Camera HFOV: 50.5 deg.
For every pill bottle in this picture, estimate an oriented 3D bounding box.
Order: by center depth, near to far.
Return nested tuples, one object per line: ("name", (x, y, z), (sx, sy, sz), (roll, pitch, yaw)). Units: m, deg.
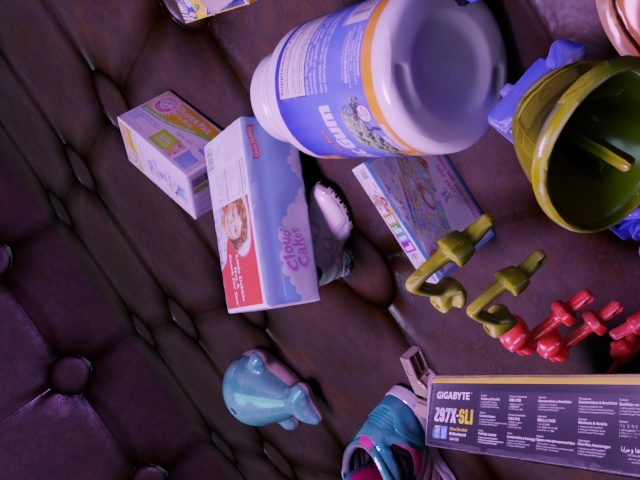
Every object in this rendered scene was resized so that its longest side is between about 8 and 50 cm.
("pill bottle", (0.039, -0.159, 0.691), (0.272, 0.152, 0.152), (7, 127, 57))

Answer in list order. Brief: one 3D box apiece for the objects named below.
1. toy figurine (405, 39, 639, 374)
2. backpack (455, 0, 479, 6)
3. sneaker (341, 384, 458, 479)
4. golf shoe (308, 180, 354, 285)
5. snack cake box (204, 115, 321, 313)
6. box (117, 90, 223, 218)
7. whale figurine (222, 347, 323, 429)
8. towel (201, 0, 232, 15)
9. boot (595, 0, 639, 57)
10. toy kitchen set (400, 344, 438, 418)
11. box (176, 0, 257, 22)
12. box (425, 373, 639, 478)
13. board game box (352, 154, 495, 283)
("toy figurine", (0.171, -0.052, 0.519), (0.191, 0.363, 0.217), (-45, 48, 23))
("backpack", (0.116, -0.259, 0.535), (0.120, 0.098, 0.101), (46, 149, 39))
("sneaker", (0.132, 0.410, 1.148), (0.124, 0.178, 0.295), (9, 129, 53))
("golf shoe", (0.000, 0.000, 0.999), (0.069, 0.086, 0.176), (30, 142, 40))
("snack cake box", (-0.088, -0.032, 0.984), (0.152, 0.089, 0.264), (-17, 81, 59))
("box", (-0.237, -0.150, 1.159), (0.203, 0.114, 0.103), (38, 149, 27))
("whale figurine", (-0.113, 0.343, 1.483), (0.272, 0.141, 0.216), (8, 128, 52))
("towel", (-0.136, -0.397, 0.645), (0.324, 0.056, 0.312), (47, 146, -20))
("boot", (0.261, -0.214, 0.378), (0.220, 0.109, 0.283), (-23, 94, 57))
("toy kitchen set", (0.158, 0.213, 1.010), (0.083, 0.068, 0.075), (7, 127, 53))
("box", (-0.126, -0.324, 0.866), (0.169, 0.054, 0.059), (10, 129, 51))
("box", (0.290, 0.168, 0.592), (0.257, 0.079, 0.322), (15, 163, -24))
("board game box", (0.118, -0.042, 0.756), (0.154, 0.103, 0.026), (57, 152, -5))
